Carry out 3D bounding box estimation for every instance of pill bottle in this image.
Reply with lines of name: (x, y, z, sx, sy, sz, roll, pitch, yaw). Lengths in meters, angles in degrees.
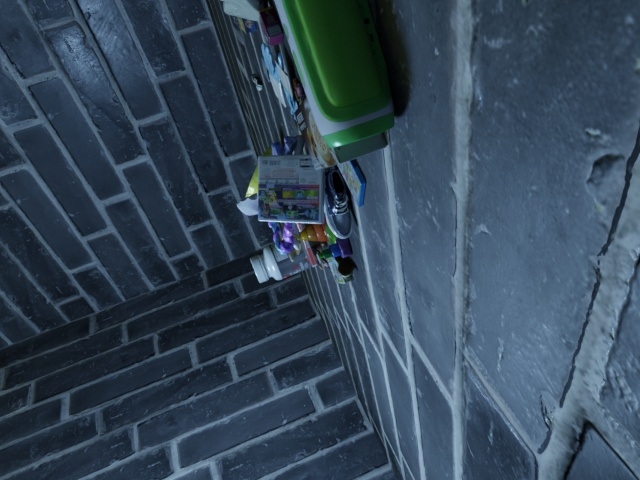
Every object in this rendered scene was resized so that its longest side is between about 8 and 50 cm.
pill bottle: (-0.164, 0.082, 2.374, 0.176, 0.319, 0.176, 158, 90, -83)

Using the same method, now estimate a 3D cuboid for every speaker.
speaker: (0.018, -0.299, 0.760, 0.131, 0.131, 0.296, -140, 30, -75)

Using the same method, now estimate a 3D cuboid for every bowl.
bowl: (-0.194, -0.255, 2.154, 0.156, 0.289, 0.289, 26, 171, -1)

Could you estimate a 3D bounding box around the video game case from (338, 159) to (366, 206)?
video game case: (0.065, -0.176, 1.200, 0.119, 0.015, 0.166, 86, 161, -67)

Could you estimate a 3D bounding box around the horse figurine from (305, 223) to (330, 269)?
horse figurine: (-0.017, 0.008, 2.099, 0.174, 0.066, 0.263, -120, 11, -51)

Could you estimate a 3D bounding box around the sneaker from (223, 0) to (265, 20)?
sneaker: (-0.207, -0.703, 1.367, 0.350, 0.131, 0.148, -92, 13, -80)

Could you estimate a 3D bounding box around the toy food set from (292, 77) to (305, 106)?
toy food set: (-0.058, -0.415, 1.409, 0.078, 0.019, 0.122, 79, 175, -53)

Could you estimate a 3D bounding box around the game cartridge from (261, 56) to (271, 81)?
game cartridge: (-0.197, -0.625, 1.822, 0.083, 0.017, 0.056, 82, 168, -61)

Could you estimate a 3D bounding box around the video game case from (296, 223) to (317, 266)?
video game case: (-0.088, -0.053, 2.045, 0.204, 0.025, 0.285, -123, 12, -62)

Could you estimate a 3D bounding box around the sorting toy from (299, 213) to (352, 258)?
sorting toy: (0.000, 0.000, 1.734, 0.365, 0.126, 0.127, -131, 21, -71)

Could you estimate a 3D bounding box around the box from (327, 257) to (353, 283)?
box: (0.069, 0.101, 1.860, 0.207, 0.036, 0.114, 145, 103, -82)

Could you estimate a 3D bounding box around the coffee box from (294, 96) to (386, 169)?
coffee box: (0.030, -0.224, 0.993, 0.246, 0.098, 0.141, -151, 40, -78)

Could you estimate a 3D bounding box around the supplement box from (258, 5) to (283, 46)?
supplement box: (-0.136, -0.589, 1.379, 0.055, 0.043, 0.083, 150, 100, -82)

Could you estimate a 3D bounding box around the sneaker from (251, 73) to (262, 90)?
sneaker: (-0.265, -0.679, 2.123, 0.083, 0.032, 0.037, 62, 157, 13)

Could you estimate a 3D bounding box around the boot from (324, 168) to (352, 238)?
boot: (0.046, -0.096, 1.338, 0.086, 0.069, 0.189, 178, 75, -78)

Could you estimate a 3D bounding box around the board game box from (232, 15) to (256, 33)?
board game box: (-0.295, -0.849, 1.790, 0.243, 0.042, 0.165, -122, 13, -53)

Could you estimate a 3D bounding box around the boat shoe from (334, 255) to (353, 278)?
boat shoe: (0.085, 0.094, 1.683, 0.152, 0.056, 0.049, -105, -8, -65)

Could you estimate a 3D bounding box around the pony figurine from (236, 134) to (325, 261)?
pony figurine: (-0.097, -0.149, 1.617, 0.351, 0.303, 0.363, 90, 179, -68)

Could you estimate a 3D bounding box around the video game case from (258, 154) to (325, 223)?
video game case: (-0.081, -0.140, 1.361, 0.023, 0.202, 0.183, -11, -77, -63)

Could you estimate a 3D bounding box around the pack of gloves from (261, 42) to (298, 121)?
pack of gloves: (-0.106, -0.484, 1.533, 0.195, 0.046, 0.232, 56, 172, 28)
